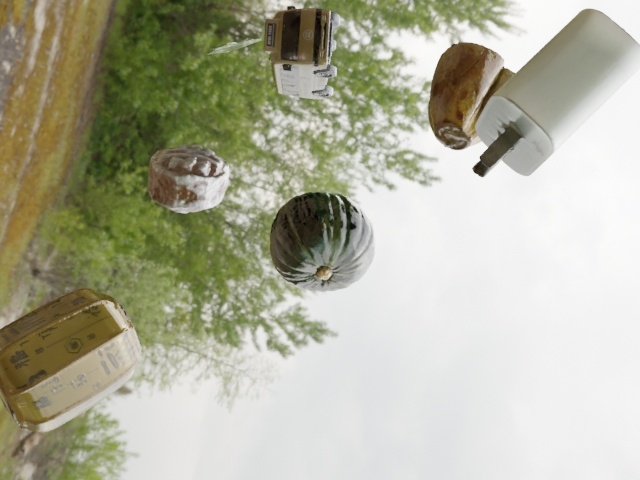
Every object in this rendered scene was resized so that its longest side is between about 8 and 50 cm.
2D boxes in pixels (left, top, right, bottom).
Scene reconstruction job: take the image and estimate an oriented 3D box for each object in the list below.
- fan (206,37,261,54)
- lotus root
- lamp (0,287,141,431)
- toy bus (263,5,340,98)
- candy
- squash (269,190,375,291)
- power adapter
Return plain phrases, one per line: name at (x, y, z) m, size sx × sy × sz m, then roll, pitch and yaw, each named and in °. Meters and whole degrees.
fan at (-0.194, -0.436, 1.381) m, size 0.240 × 0.131 × 0.009 m, roll -114°, pitch -171°, yaw -75°
lotus root at (0.315, -0.293, 1.314) m, size 0.199 × 0.188 × 0.180 m, roll 85°, pitch 30°, yaw -65°
lamp at (-0.358, 0.165, 0.860) m, size 0.161 × 0.185 × 0.161 m, roll 31°, pitch -45°, yaw 36°
toy bus at (-0.042, -0.420, 1.401) m, size 0.289 × 0.157 × 0.139 m, roll -172°, pitch -95°, yaw -88°
candy at (-0.363, -0.171, 1.694) m, size 0.289 × 0.214 × 0.157 m, roll -97°, pitch -161°, yaw -67°
squash at (0.002, 0.003, 1.202) m, size 0.218 × 0.218 × 0.172 m, roll 134°, pitch -36°, yaw -53°
power adapter at (0.327, -0.194, 0.922) m, size 0.255 × 0.124 × 0.187 m, roll -43°, pitch 170°, yaw -3°
